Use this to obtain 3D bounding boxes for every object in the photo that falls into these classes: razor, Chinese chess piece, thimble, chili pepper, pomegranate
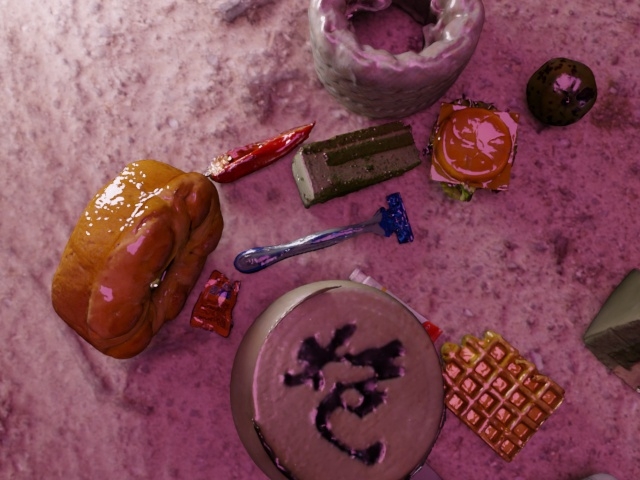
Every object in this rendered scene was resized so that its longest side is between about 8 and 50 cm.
[{"bbox_3d":[0.001,-0.001,1.241,0.324,0.056,0.093,-16,86,-1],"label":"razor"},{"bbox_3d":[0.030,0.237,1.125,0.349,0.146,0.350,3,80,-18],"label":"Chinese chess piece"},{"bbox_3d":[0.119,-0.372,1.213,0.291,0.195,0.292,1,79,-3],"label":"thimble"},{"bbox_3d":[-0.125,-0.148,1.262,0.267,0.059,0.051,-24,122,-6],"label":"chili pepper"},{"bbox_3d":[0.427,-0.276,1.254,0.122,0.122,0.162,11,46,1],"label":"pomegranate"}]

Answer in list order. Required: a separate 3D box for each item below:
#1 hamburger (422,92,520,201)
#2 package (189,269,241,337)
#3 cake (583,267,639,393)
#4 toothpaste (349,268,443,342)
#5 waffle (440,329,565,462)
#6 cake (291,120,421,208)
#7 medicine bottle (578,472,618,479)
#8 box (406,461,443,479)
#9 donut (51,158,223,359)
[{"bbox_3d":[0.265,-0.159,1.239,0.164,0.093,0.190,21,82,4],"label":"hamburger"},{"bbox_3d":[-0.180,0.112,1.237,0.077,0.033,0.111,21,89,-8],"label":"package"},{"bbox_3d":[0.542,0.172,1.120,0.158,0.283,0.172,38,101,4],"label":"cake"},{"bbox_3d":[0.130,0.118,1.240,0.190,0.031,0.048,40,82,1],"label":"toothpaste"},{"bbox_3d":[0.293,0.250,1.212,0.211,0.055,0.160,43,86,5],"label":"waffle"},{"bbox_3d":[0.068,-0.143,1.235,0.235,0.099,0.100,-20,86,-3],"label":"cake"},{"bbox_3d":[0.402,0.479,1.146,0.215,0.135,0.135,-21,84,-3],"label":"medicine bottle"},{"bbox_3d":[0.182,0.453,1.150,0.177,0.036,0.115,45,69,4],"label":"box"},{"bbox_3d":[-0.286,0.029,1.129,0.150,0.299,0.317,26,51,14],"label":"donut"}]
